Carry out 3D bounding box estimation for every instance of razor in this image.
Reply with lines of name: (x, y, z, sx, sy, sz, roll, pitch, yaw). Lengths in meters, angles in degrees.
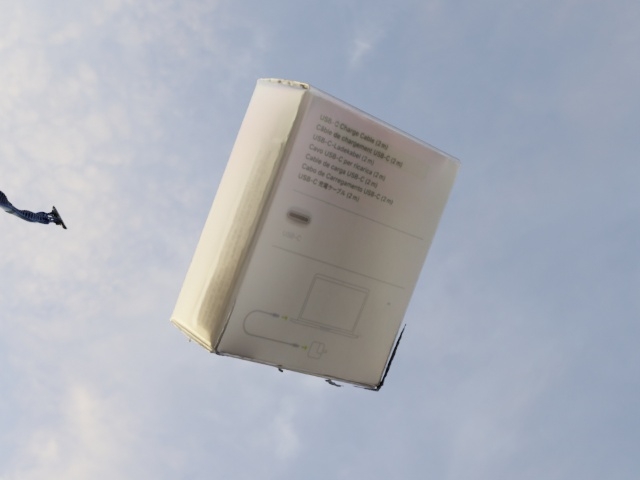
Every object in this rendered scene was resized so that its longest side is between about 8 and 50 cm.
razor: (-0.408, -0.044, 1.144, 0.028, 0.154, 0.044, -41, -116, 8)

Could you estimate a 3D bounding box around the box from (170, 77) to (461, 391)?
box: (0.000, 0.000, 0.806, 0.106, 0.203, 0.251, 24, -85, 54)
